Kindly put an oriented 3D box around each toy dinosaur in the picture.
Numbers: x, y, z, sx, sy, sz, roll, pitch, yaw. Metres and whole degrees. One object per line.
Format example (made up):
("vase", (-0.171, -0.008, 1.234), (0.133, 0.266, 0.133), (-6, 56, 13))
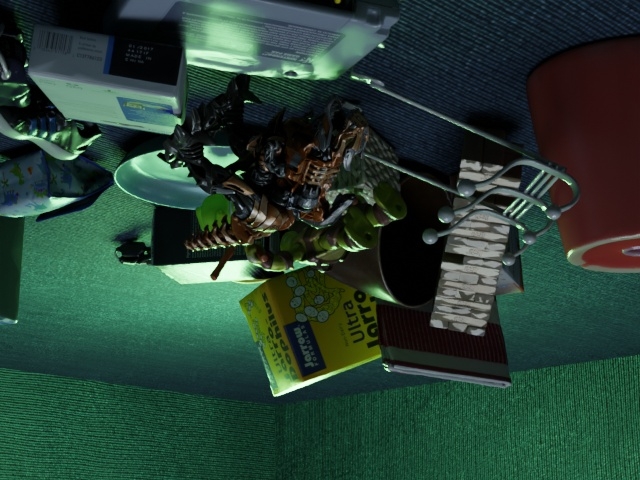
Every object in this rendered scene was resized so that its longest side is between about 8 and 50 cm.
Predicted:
("toy dinosaur", (-0.080, -0.079, 1.519), (0.322, 0.218, 0.164), (-43, -175, 18))

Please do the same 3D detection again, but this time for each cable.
("cable", (-0.297, 0.040, 2.368), (0.184, 0.047, 0.150), (-1, 164, 37))

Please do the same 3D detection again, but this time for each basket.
("basket", (0.045, -0.098, 1.799), (0.103, 0.113, 0.167), (-9, 162, 23))

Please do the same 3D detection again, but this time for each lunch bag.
("lunch bag", (-0.414, -0.084, 1.893), (0.129, 0.096, 0.151), (-13, 175, 30))

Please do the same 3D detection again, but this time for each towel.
("towel", (0.198, 0.096, 2.105), (0.237, 0.329, 0.037), (10, 141, -20))

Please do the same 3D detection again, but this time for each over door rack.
("over door rack", (0.146, -0.091, 1.556), (0.324, 0.108, 0.239), (34, 163, 3))

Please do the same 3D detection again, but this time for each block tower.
("block tower", (0.231, -0.003, 1.828), (0.091, 0.097, 0.335), (10, 130, 5))

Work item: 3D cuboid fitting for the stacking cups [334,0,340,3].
("stacking cups", (0.168, -0.282, 1.198), (0.316, 0.096, 0.096), (-2, 165, -5))

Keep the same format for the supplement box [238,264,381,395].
("supplement box", (0.064, 0.126, 2.239), (0.356, 0.194, 0.195), (-19, 172, -22))

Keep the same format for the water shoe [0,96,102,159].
("water shoe", (-0.373, -0.173, 1.638), (0.080, 0.073, 0.203), (-32, 156, 15))

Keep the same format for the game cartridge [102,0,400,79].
("game cartridge", (-0.084, -0.247, 1.372), (0.294, 0.060, 0.196), (7, 159, -24))

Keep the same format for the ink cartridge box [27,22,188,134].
("ink cartridge box", (-0.243, -0.185, 1.464), (0.165, 0.065, 0.332), (8, 176, -6))

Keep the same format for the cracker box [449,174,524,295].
("cracker box", (0.280, -0.008, 2.041), (0.067, 0.156, 0.232), (-9, 163, 20))

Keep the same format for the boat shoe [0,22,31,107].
("boat shoe", (-0.413, -0.224, 1.357), (0.158, 0.127, 0.340), (-5, 173, -6))

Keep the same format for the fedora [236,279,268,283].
("fedora", (-0.135, 0.035, 2.337), (0.194, 0.079, 0.194), (0, 164, 0))

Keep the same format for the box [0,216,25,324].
("box", (-0.750, 0.032, 2.068), (0.395, 0.212, 0.293), (-8, 162, 24))

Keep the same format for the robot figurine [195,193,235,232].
("robot figurine", (-0.139, -0.045, 1.911), (0.115, 0.067, 0.101), (-11, -171, 34))

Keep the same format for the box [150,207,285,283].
("box", (-0.180, 0.006, 2.176), (0.207, 0.108, 0.153), (-3, 165, 11))

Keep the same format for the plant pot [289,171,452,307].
("plant pot", (0.069, -0.011, 2.003), (0.230, 0.215, 0.215), (7, 172, 40))

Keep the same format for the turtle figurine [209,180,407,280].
("turtle figurine", (0.000, 0.000, 1.626), (0.269, 0.087, 0.217), (-24, -177, -39))

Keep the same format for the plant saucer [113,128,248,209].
("plant saucer", (-0.157, -0.109, 1.885), (0.317, 0.044, 0.317), (0, 164, 0))

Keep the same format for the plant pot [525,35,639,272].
("plant pot", (0.404, -0.097, 1.566), (0.275, 0.243, 0.275), (0, 165, 0))
